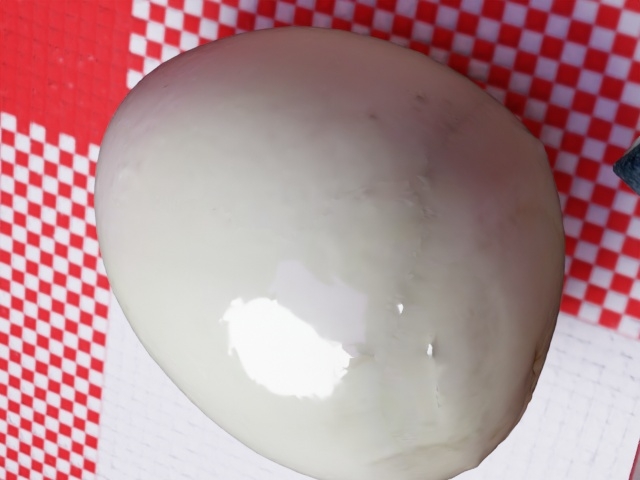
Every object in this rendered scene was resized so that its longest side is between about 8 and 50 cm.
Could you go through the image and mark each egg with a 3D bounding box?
[{"bbox_3d":[0.000,0.000,0.791,0.345,0.283,0.283,30,123,17],"label":"egg"}]

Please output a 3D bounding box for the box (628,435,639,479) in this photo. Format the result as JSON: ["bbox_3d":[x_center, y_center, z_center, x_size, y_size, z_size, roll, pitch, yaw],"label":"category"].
[{"bbox_3d":[0.341,0.318,0.752,0.300,0.314,0.312,2,114,23],"label":"box"}]

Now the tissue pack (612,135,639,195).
[{"bbox_3d":[0.323,-0.018,0.697,0.257,0.081,0.185,41,153,3],"label":"tissue pack"}]
